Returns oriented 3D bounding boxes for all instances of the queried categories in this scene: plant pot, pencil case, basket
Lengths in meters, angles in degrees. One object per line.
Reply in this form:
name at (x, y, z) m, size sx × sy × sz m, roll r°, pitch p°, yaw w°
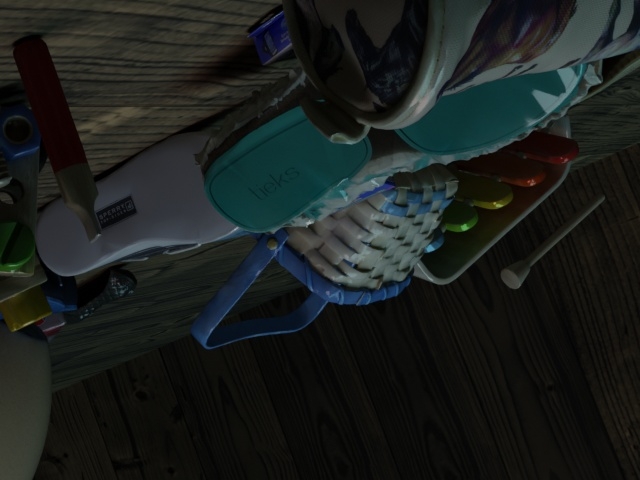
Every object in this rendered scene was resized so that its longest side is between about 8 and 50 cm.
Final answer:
plant pot at (-0.418, 0.158, 1.826) m, size 0.191 × 0.284 × 0.284 m, roll -56°, pitch 171°, yaw 2°
pencil case at (0.162, -0.177, 0.971) m, size 0.410 × 0.183 × 0.160 m, roll -18°, pitch -151°, yaw -34°
basket at (0.000, 0.000, 1.777) m, size 0.289 × 0.201 × 0.255 m, roll -56°, pitch 161°, yaw 18°

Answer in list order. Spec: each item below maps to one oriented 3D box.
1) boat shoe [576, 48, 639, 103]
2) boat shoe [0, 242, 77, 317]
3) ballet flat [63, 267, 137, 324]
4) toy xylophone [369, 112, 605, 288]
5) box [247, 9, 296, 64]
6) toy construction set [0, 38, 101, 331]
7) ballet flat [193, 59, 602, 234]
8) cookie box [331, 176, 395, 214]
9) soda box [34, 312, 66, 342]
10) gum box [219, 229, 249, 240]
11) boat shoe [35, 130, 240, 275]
boat shoe at (0.252, -0.190, 1.553) m, size 0.302 × 0.109 × 0.098 m, roll -25°, pitch 174°, yaw -9°
boat shoe at (-0.328, 0.039, 1.749) m, size 0.109 × 0.089 × 0.258 m, roll -7°, pitch 178°, yaw -6°
ballet flat at (-0.332, 0.076, 2.287) m, size 0.173 × 0.057 × 0.049 m, roll -26°, pitch 132°, yaw 35°
toy xylophone at (0.202, -0.050, 1.951) m, size 0.236 × 0.081 × 0.322 m, roll 11°, pitch -135°, yaw 41°
box at (0.011, -0.171, 1.256) m, size 0.136 × 0.028 × 0.081 m, roll -19°, pitch 175°, yaw -33°
toy construction set at (-0.258, 0.028, 1.122) m, size 0.309 × 0.237 × 0.257 m, roll -27°, pitch 172°, yaw 42°
ballet flat at (0.056, -0.125, 1.240) m, size 0.409 × 0.147 × 0.147 m, roll -21°, pitch 175°, yaw 44°
cookie box at (0.015, -0.088, 1.620) m, size 0.092 × 0.107 × 0.040 m, roll -23°, pitch 168°, yaw 22°
soda box at (-0.403, 0.107, 2.077) m, size 0.092 × 0.083 × 0.263 m, roll -19°, pitch 173°, yaw -20°
gum box at (-0.039, -0.055, 2.064) m, size 0.184 × 0.041 × 0.157 m, roll -24°, pitch 173°, yaw 35°
boat shoe at (-0.146, -0.035, 1.582) m, size 0.301 × 0.108 × 0.102 m, roll -22°, pitch 174°, yaw 34°
